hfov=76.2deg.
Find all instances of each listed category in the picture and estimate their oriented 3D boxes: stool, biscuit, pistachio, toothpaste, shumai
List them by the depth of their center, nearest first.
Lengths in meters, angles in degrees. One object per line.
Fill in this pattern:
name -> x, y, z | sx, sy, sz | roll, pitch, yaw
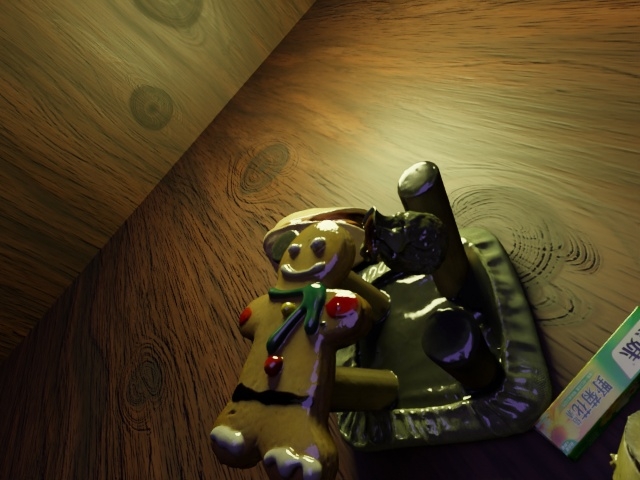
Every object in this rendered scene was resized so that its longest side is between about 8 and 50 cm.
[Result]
shumai -> 0.079, -0.009, 0.414 | 0.082, 0.080, 0.083 | -28, 40, 23
toothpaste -> 0.308, 0.154, 0.440 | 0.178, 0.037, 0.043 | -49, 35, 1
biscuit -> -0.033, 0.103, 0.462 | 0.197, 0.049, 0.302 | -8, 52, 38
stool -> 0.098, 0.094, 0.557 | 0.310, 0.226, 0.310 | -25, 43, 27
pistachio -> 0.000, 0.000, 0.805 | 0.229, 0.157, 0.157 | -15, 47, 22

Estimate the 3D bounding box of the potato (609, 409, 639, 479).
potato -> 0.314, 0.233, 0.293 | 0.202, 0.182, 0.117 | 32, 117, 45
